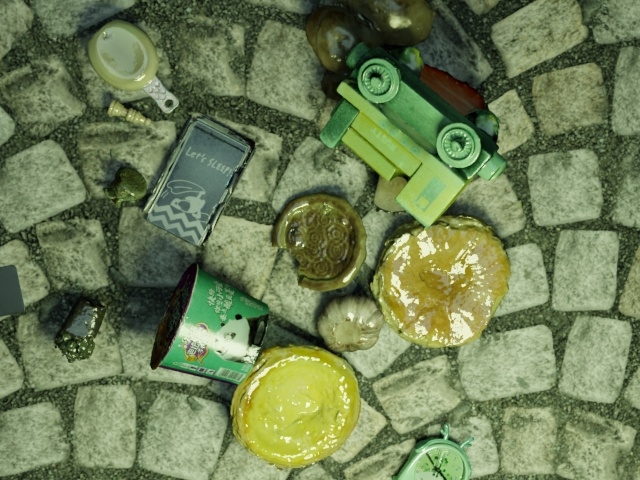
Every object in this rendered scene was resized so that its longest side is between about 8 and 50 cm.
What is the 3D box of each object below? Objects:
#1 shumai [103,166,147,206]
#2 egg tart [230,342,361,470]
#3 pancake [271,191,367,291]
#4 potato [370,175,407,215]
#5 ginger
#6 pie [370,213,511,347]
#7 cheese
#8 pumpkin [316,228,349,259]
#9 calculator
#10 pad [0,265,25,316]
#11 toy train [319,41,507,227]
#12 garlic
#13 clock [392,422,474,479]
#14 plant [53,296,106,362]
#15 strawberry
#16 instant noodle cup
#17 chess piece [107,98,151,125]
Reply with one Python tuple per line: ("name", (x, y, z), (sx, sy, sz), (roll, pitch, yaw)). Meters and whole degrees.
("shumai", (-0.434, -0.110, 1.782), (0.083, 0.082, 0.080), (45, 129, 3))
("egg tart", (-0.061, 0.365, 1.833), (0.315, 0.120, 0.314), (-4, 106, -15))
("pancake", (0.000, 0.000, 1.813), (0.212, 0.029, 0.235), (-43, 77, 8))
("potato", (0.206, -0.176, 1.793), (0.138, 0.098, 0.243), (16, 108, 15))
("ginger", (0.085, -0.456, 1.747), (0.245, 0.155, 0.304), (41, 100, -16))
("pie", (0.283, 0.094, 1.862), (0.340, 0.083, 0.339), (-1, 99, -8))
("cheese", (-0.398, -0.370, 1.743), (0.137, 0.064, 0.227), (-43, 101, 2))
("pumpkin", (0.039, 0.016, 1.842), (0.074, 0.054, 0.083), (41, 101, 9))
("calculator", (-0.274, -0.134, 1.805), (0.166, 0.028, 0.274), (28, 92, -5))
("pad", (-0.751, 0.121, 1.801), (0.157, 0.003, 0.112), (-9, 98, -5))
("toy train", (0.181, -0.222, 1.654), (0.397, 0.160, 0.253), (41, 125, 6))
("garlic", (0.069, 0.189, 1.843), (0.147, 0.102, 0.159), (44, 115, -11))
("clock", (0.284, 0.544, 1.929), (0.159, 0.066, 0.210), (31, 93, -9))
("plant", (-0.535, 0.201, 1.790), (0.092, 0.094, 0.143), (24, 90, -19))
("strawberry", (0.259, -0.294, 1.792), (0.237, 0.190, 0.111), (38, 134, 3))
("instant noodle cup", (-0.236, 0.196, 1.752), (0.190, 0.251, 0.251), (23, 95, -17))
("chess piece", (-0.419, -0.277, 1.769), (0.092, 0.035, 0.035), (22, 95, -12))
